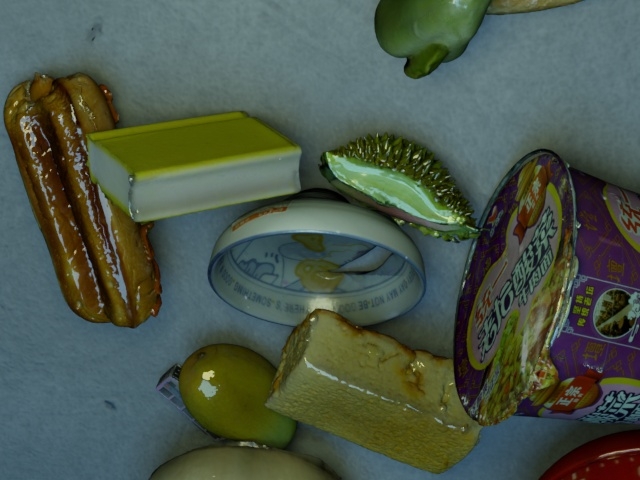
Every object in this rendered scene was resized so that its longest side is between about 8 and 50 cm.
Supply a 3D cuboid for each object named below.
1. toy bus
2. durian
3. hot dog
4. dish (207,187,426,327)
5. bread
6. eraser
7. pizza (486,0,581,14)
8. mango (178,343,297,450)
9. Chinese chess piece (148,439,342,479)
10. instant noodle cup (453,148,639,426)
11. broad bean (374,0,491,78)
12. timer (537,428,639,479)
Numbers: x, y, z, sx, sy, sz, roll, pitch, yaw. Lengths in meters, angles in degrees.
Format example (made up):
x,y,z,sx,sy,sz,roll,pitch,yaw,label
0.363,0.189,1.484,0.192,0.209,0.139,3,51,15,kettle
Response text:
x,y,z,sx,sy,sz,roll,pitch,yaw,label
-0.175,0.235,1.673,0.052,0.037,0.130,-39,106,25,toy bus
0.108,-0.071,1.445,0.220,0.137,0.095,30,85,-1,durian
-0.289,-0.053,1.489,0.158,0.117,0.349,0,114,38,hot dog
0.000,0.000,1.477,0.273,0.134,0.273,4,152,2,dish
0.080,0.200,1.549,0.274,0.114,0.185,21,147,-9,bread
-0.150,-0.091,1.376,0.226,0.158,0.069,-12,117,-29,eraser
0.307,-0.370,1.274,0.365,0.074,0.182,-38,109,23,pizza
-0.110,0.221,1.618,0.130,0.092,0.195,-43,110,-9,mango
-0.107,0.428,1.665,0.338,0.140,0.338,4,136,3,Chinese chess piece
0.339,0.084,1.385,0.266,0.340,0.340,15,119,-11,instant noodle cup
0.133,-0.283,1.291,0.100,0.169,0.228,0,122,-20,broad bean
0.447,0.435,1.569,0.378,0.279,0.378,3,120,6,timer
